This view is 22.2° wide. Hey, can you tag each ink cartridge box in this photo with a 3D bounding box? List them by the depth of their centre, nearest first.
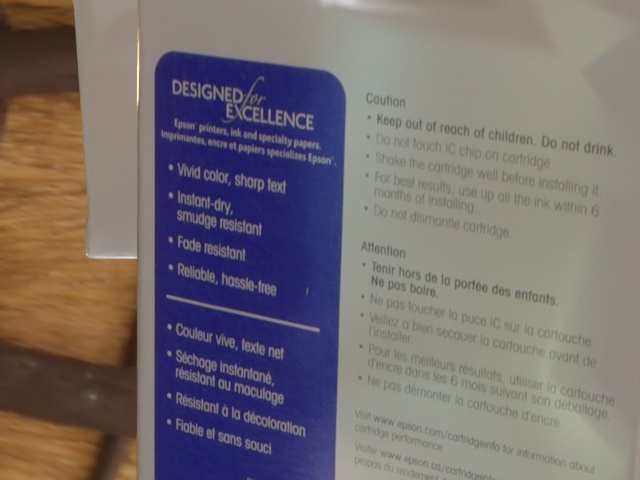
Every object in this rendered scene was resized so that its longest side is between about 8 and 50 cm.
[{"bbox_3d":[0.026,0.046,0.474,0.065,0.165,0.333,-24,-60,-55],"label":"ink cartridge box"}]

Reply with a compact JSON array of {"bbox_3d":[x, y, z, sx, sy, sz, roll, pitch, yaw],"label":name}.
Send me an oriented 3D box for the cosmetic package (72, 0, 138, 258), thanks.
[{"bbox_3d":[0.088,-0.138,0.648,0.097,0.377,0.284,-36,-55,-76],"label":"cosmetic package"}]
